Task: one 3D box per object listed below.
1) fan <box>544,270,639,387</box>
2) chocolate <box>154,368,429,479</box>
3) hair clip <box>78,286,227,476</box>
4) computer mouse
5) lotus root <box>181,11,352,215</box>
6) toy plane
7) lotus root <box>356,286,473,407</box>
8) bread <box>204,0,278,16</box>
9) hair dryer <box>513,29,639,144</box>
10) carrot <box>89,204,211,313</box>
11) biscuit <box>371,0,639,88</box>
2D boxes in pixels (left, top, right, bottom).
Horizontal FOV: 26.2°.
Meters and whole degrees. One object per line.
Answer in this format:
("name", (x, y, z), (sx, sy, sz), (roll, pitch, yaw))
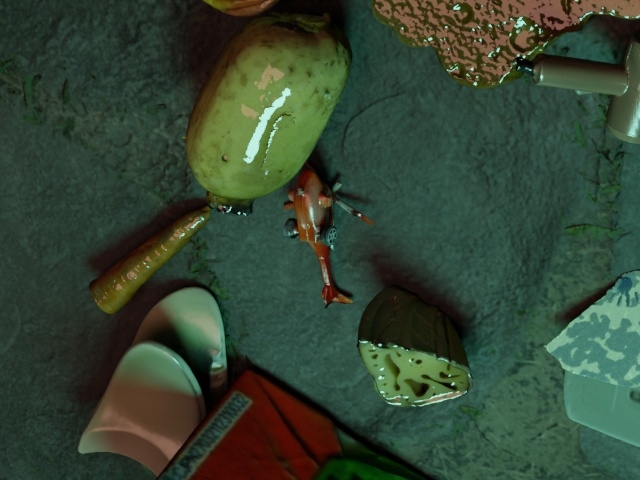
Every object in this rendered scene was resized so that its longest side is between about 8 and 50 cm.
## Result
("fan", (0.371, 0.098, 1.587), (0.240, 0.009, 0.131), (-27, 63, 24))
("chocolate", (-0.056, 0.392, 1.755), (0.341, 0.360, 0.161), (33, 134, 7))
("hair clip", (-0.213, 0.198, 1.870), (0.172, 0.113, 0.282), (25, 125, 11))
("computer mouse", (0.394, 0.181, 1.617), (0.230, 0.079, 0.128), (22, 108, 32))
("lotus root", (-0.067, -0.148, 1.614), (0.146, 0.160, 0.284), (56, 131, 42))
("toy plane", (-0.007, -0.002, 1.708), (0.126, 0.077, 0.194), (28, 130, 19))
("lotus root", (0.109, 0.138, 1.687), (0.159, 0.135, 0.095), (29, 123, -7))
("bread", (-0.115, -0.372, 1.554), (0.236, 0.120, 0.198), (43, 120, -1))
("hair dryer", (0.291, -0.171, 1.472), (0.181, 0.064, 0.117), (7, 120, -11))
("carrot", (-0.218, 0.019, 1.818), (0.224, 0.057, 0.057), (-38, 95, 28))
("biscuit", (0.212, -0.264, 1.508), (0.319, 0.047, 0.183), (-9, 111, 26))
